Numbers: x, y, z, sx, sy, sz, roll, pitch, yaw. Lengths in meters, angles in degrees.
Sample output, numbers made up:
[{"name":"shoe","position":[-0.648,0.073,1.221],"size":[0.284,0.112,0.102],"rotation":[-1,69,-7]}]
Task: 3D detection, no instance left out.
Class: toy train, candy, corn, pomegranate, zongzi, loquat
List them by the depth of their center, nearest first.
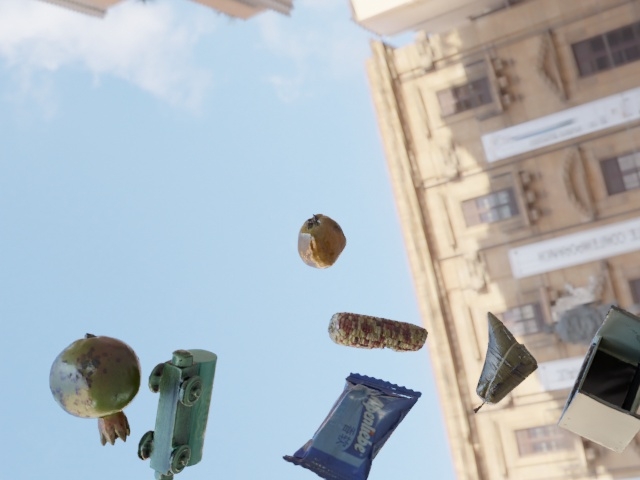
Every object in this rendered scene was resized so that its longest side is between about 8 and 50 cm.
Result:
[{"name":"pomegranate","position":[-0.387,0.260,1.719],"size":[0.159,0.159,0.205],"rotation":[-38,-65,-60]},{"name":"toy train","position":[-0.247,0.309,1.775],"size":[0.159,0.101,0.248],"rotation":[-16,-62,-63]},{"name":"candy","position":[0.074,0.399,2.112],"size":[0.331,0.187,0.077],"rotation":[-50,-31,-46]},{"name":"zongzi","position":[0.388,0.287,2.296],"size":[0.178,0.189,0.081],"rotation":[50,-173,24]},{"name":"loquat","position":[0.000,0.000,2.336],"size":[0.137,0.113,0.137],"rotation":[-29,-53,-47]},{"name":"corn","position":[0.160,0.256,2.678],"size":[0.290,0.098,0.098],"rotation":[11,-119,-19]}]

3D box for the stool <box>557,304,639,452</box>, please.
[{"name":"stool","position":[0.708,0.337,2.347],"size":[0.243,0.170,0.269],"rotation":[-61,-16,-24]}]
